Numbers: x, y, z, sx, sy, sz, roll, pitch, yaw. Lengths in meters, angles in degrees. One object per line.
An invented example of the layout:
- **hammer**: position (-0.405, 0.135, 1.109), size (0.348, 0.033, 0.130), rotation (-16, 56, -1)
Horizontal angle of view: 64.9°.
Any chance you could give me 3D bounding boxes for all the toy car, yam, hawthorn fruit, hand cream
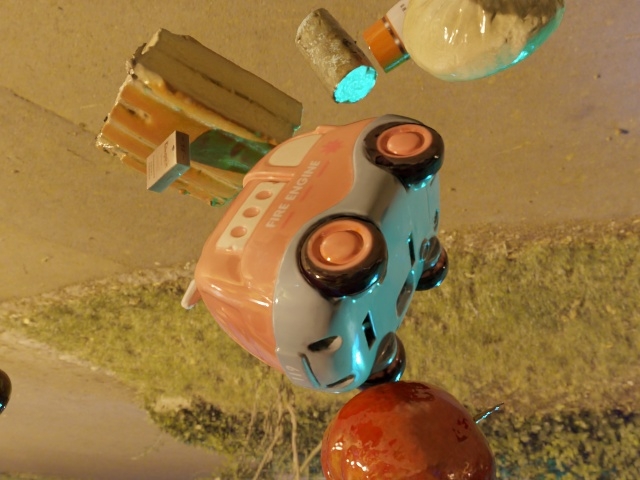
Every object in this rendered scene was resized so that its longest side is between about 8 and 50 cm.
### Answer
- **toy car**: position (0.000, 0.000, 0.493), size (0.212, 0.270, 0.181), rotation (14, 144, 27)
- **yam**: position (0.024, -0.375, 1.017), size (0.107, 0.194, 0.107), rotation (-27, 158, -12)
- **hawthorn fruit**: position (0.064, 0.154, 0.358), size (0.140, 0.125, 0.125), rotation (-48, 134, 6)
- **hand cream**: position (0.219, -0.415, 0.856), size (0.314, 0.089, 0.140), rotation (-27, 113, 20)

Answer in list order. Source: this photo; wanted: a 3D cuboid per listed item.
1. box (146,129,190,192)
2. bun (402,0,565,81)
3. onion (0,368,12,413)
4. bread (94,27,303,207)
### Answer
- **box**: position (-0.210, -0.107, 0.692), size (0.083, 0.053, 0.024), rotation (-25, 152, 38)
- **bun**: position (0.202, -0.314, 0.664), size (0.222, 0.222, 0.127), rotation (-19, 135, 26)
- **onion**: position (-0.535, 0.237, 0.769), size (0.118, 0.117, 0.119), rotation (-7, 111, -18)
- **bread**: position (-0.195, -0.171, 0.765), size (0.246, 0.111, 0.239), rotation (26, 145, -28)
